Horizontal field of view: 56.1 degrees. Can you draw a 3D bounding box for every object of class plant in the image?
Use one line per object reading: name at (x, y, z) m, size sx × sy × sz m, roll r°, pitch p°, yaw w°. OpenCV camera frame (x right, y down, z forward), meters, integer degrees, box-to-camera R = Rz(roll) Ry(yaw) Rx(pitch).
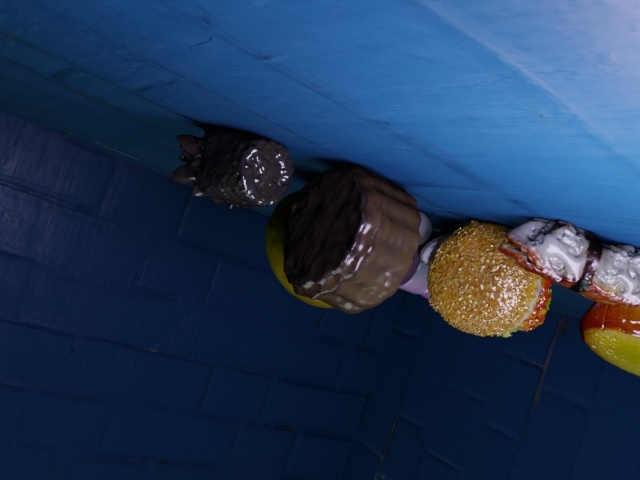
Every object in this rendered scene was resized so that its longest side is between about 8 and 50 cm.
plant at (-0.225, -0.174, 1.444) m, size 0.321 × 0.181 × 0.194 m, roll 9°, pitch 170°, yaw 46°

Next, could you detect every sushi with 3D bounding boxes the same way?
sushi at (0.532, 0.043, 1.202) m, size 0.332 × 0.129 × 0.124 m, roll 24°, pitch -178°, yaw 7°

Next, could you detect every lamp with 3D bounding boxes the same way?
lamp at (0.253, -0.034, 1.636) m, size 0.105 × 0.105 × 0.105 m, roll 19°, pitch 177°, yaw 1°

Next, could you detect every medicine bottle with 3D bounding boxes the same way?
medicine bottle at (0.420, 0.108, 2.054) m, size 0.326 × 0.212 × 0.212 m, roll 19°, pitch 177°, yaw -21°

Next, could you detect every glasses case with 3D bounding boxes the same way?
glasses case at (0.328, 0.018, 1.716) m, size 0.060 × 0.114 × 0.299 m, roll 58°, pitch -171°, yaw 2°

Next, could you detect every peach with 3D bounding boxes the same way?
peach at (0.817, 0.227, 1.542) m, size 0.275 × 0.248 × 0.245 m, roll 11°, pitch -148°, yaw 28°

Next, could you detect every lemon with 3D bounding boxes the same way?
lemon at (0.000, 0.000, 1.707) m, size 0.364 × 0.364 × 0.364 m, roll 19°, pitch 177°, yaw 1°

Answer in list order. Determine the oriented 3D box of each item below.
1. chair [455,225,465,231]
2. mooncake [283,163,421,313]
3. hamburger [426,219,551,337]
chair at (0.383, -0.021, 1.644) m, size 0.042 × 0.037 × 0.086 m, roll 8°, pitch 176°, yaw -19°
mooncake at (0.056, -0.010, 1.344) m, size 0.187 × 0.323 × 0.324 m, roll 23°, pitch 175°, yaw -36°
hamburger at (0.401, 0.092, 1.441) m, size 0.294 × 0.275 × 0.179 m, roll 2°, pitch 176°, yaw 29°
